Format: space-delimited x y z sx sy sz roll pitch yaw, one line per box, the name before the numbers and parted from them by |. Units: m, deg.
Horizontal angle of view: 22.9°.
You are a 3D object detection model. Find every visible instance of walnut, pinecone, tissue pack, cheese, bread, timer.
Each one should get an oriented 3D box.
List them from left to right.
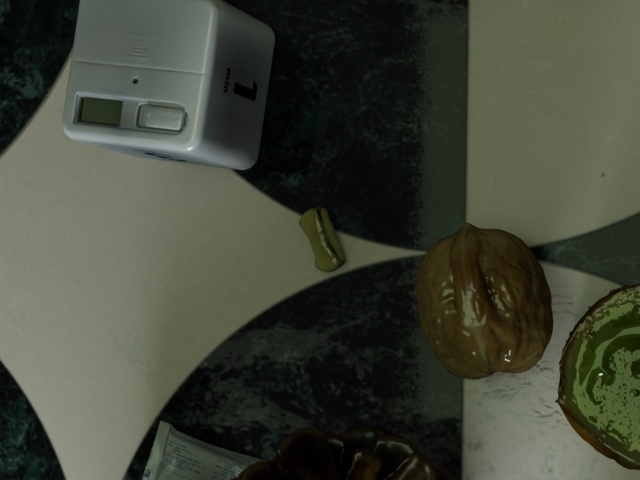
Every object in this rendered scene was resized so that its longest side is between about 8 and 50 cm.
timer | -0.187 -0.201 1.984 0.192 0.195 0.194 8 89 20
tissue pack | -0.140 0.318 2.016 0.193 0.026 0.123 18 93 20
cheese | 0.000 0.000 1.989 0.044 0.030 0.083 -26 82 38
pinecone | 0.022 0.351 1.751 0.384 0.384 0.384 -2 85 20
walnut | 0.190 0.069 1.849 0.155 0.155 0.184 -16 79 18
bread | 0.386 0.158 1.817 0.236 0.070 0.236 -1 87 19
